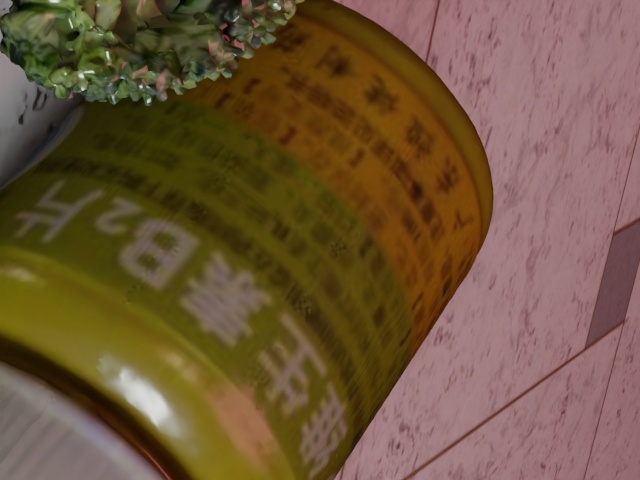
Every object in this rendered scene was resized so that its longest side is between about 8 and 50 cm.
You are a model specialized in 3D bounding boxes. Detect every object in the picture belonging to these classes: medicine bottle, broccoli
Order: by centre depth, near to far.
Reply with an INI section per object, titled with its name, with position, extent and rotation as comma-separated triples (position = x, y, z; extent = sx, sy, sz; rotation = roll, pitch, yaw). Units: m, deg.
[broccoli]
position = -0.067, -0.176, 0.767
extent = 0.198, 0.176, 0.226
rotation = 47, 32, -34
[medicine bottle]
position = -0.090, 0.063, 0.836
extent = 0.384, 0.224, 0.224
rotation = -53, 150, -32
